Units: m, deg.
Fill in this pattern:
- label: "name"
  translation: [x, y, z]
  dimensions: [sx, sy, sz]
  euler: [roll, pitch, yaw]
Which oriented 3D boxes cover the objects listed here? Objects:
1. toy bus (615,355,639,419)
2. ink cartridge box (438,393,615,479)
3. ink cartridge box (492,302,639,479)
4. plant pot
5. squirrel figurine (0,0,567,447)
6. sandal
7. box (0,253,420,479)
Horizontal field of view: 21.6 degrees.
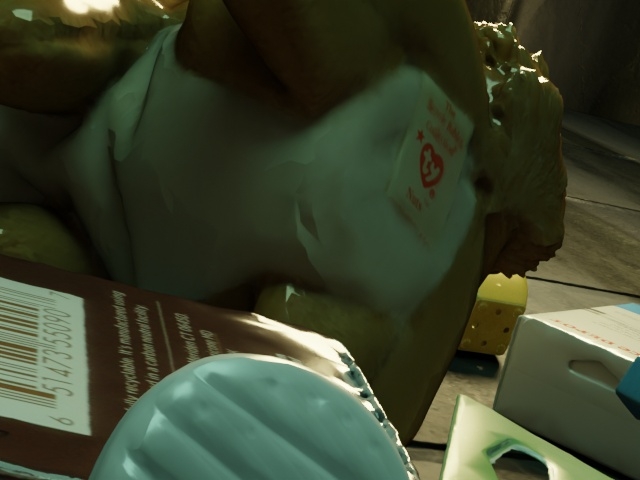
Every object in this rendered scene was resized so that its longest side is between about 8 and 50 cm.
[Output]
- label: "toy bus"
  translation: [0.304, 0.118, 1.028]
  dimensions: [0.202, 0.104, 0.191]
  euler: [22, -24, 37]
- label: "ink cartridge box"
  translation: [0.112, 0.128, 0.452]
  dimensions: [0.209, 0.062, 0.109]
  euler: [30, 12, 3]
- label: "ink cartridge box"
  translation: [0.236, 0.107, 1.226]
  dimensions: [0.140, 0.082, 0.191]
  euler: [24, 15, 33]
- label: "plant pot"
  translation: [0.121, 0.049, 1.352]
  dimensions: [0.081, 0.081, 0.083]
  euler: [10, 24, -28]
- label: "squirrel figurine"
  translation: [-0.080, -0.049, 0.925]
  dimensions: [0.370, 0.281, 0.397]
  euler: [4, 13, 35]
- label: "sandal"
  translation: [-0.035, 0.156, 0.330]
  dimensions: [0.102, 0.265, 0.076]
  euler: [18, -17, -23]
- label: "box"
  translation: [-0.086, 0.122, 0.444]
  dimensions: [0.167, 0.203, 0.168]
  euler: [14, 13, -13]
